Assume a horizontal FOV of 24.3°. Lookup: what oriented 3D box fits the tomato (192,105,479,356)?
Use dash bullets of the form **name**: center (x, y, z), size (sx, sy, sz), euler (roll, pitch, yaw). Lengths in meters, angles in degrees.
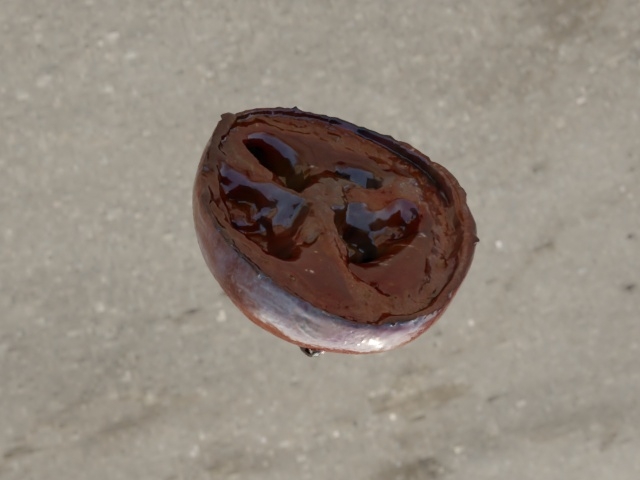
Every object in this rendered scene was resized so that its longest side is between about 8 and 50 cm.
- **tomato**: center (0.000, 0.002, 1.111), size (0.228, 0.228, 0.101), euler (3, 139, -29)
